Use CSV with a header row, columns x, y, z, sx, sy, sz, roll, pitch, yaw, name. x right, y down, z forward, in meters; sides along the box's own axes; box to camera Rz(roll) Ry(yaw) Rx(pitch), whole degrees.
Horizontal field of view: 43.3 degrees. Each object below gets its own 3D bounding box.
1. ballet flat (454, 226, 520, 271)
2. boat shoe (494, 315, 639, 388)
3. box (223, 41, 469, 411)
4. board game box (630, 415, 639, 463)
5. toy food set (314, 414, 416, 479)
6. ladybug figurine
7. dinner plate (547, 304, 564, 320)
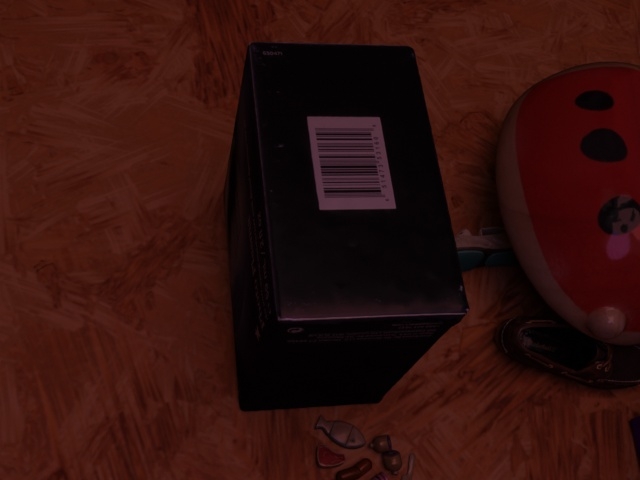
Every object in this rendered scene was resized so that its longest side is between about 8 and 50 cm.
x,y,z,sx,sy,sz,roll,pitch,yaw,name
0.203,0.009,1.048,0.168,0.057,0.052,-1,53,-25,ballet flat
0.320,0.140,0.989,0.207,0.073,0.073,11,80,-8,boat shoe
0.000,0.000,0.858,0.182,0.294,0.296,-1,64,-12,box
0.601,0.310,0.814,0.356,0.356,0.356,3,62,-12,board game box
0.047,0.246,0.901,0.122,0.019,0.078,19,60,-4,toy food set
0.380,-0.072,1.032,0.305,0.162,0.449,22,51,-13,ladybug figurine
0.323,0.047,1.058,0.141,0.017,0.141,13,63,-28,dinner plate
